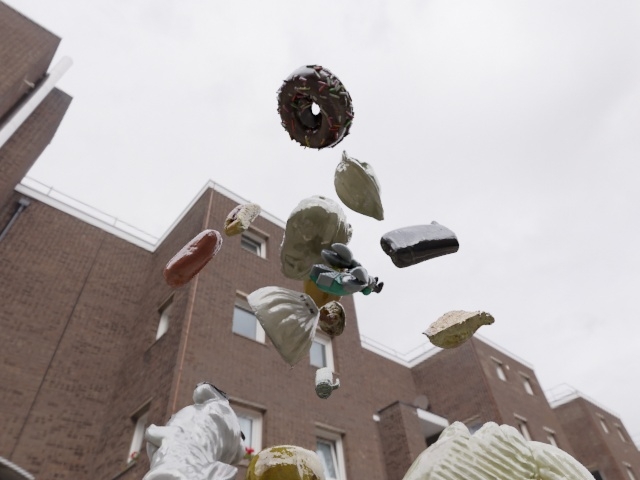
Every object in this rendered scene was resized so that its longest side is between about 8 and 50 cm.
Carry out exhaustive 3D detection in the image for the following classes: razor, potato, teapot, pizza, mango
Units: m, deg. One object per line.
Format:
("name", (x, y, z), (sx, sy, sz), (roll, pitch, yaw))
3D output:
("razor", (0.442, 0.010, 1.922), (0.350, 0.204, 0.113), (-14, -48, -23))
("potato", (-0.097, 0.545, 0.965), (0.178, 0.203, 0.158), (1, -39, 37))
("teapot", (0.031, 0.622, 1.897), (0.107, 0.200, 0.077), (-12, -89, 2))
("pizza", (0.397, 0.268, 1.296), (0.188, 0.204, 0.080), (-23, -91, -7))
("mango", (0.015, 0.195, 2.028), (0.212, 0.316, 0.173), (12, -11, 21))

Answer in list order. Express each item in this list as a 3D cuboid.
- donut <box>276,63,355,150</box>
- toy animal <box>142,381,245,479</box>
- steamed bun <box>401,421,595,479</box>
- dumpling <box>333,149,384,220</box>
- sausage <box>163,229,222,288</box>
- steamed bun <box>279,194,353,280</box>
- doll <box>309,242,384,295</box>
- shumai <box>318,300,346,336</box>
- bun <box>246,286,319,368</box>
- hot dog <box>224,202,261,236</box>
("donut", (-0.024, -0.395, 1.316), (0.270, 0.103, 0.269), (25, -45, 29))
("toy animal", (-0.282, 0.501, 0.971), (0.258, 0.357, 0.193), (28, -81, -11))
("steamed bun", (0.328, 0.532, 0.785), (0.340, 0.352, 0.247), (14, -52, 44))
("dumpling", (0.115, -0.171, 1.289), (0.132, 0.251, 0.179), (-22, -31, -9))
("sausage", (-0.325, 0.044, 1.116), (0.077, 0.194, 0.077), (22, -39, 19))
("steamed bun", (-0.004, 0.003, 1.604), (0.220, 0.310, 0.323), (20, -67, 13))
("doll", (0.087, 0.102, 1.412), (0.258, 0.195, 0.153), (-1, -64, -58))
("shumai", (0.030, 0.313, 1.770), (0.116, 0.145, 0.145), (13, -46, -45))
("bun", (-0.093, 0.238, 1.336), (0.175, 0.263, 0.263), (-33, -47, -10))
("hot dog", (-0.300, -0.093, 1.665), (0.084, 0.242, 0.073), (-14, -69, 20))
